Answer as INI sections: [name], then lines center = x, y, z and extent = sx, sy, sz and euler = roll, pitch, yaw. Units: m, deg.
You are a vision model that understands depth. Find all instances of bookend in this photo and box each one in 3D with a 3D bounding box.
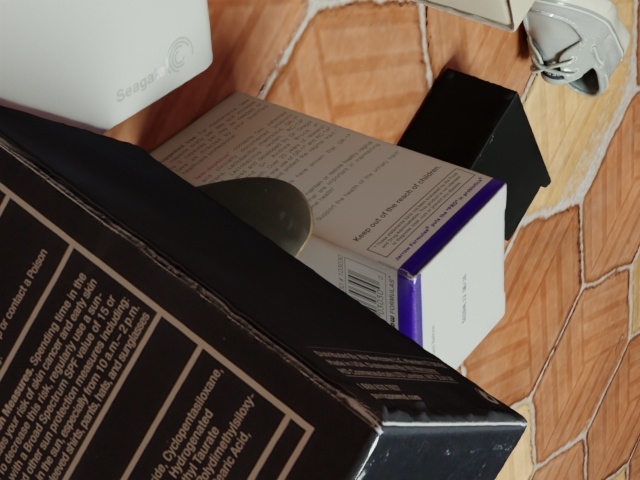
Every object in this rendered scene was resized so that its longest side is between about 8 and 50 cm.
[bookend]
center = 0.123, -0.040, 1.190
extent = 0.156, 0.072, 0.157
euler = -58, 149, -13

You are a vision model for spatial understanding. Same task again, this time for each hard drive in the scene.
[hard drive]
center = -0.145, -0.193, 0.702
extent = 0.203, 0.040, 0.307
euler = -39, 139, -39

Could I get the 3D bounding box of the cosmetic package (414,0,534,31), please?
[cosmetic package]
center = 0.149, -0.320, 0.993
extent = 0.296, 0.129, 0.153
euler = -55, 149, -21

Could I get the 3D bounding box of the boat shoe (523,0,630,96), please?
[boat shoe]
center = 0.235, -0.183, 1.265
extent = 0.227, 0.079, 0.081
euler = 17, 91, -63

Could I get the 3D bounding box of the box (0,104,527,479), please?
[box]
center = -0.110, 0.129, 0.675
extent = 0.296, 0.294, 0.183
euler = -60, 153, 9

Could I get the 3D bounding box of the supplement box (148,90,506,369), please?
[supplement box]
center = 0.000, 0.000, 0.878
extent = 0.114, 0.220, 0.111
euler = -43, 142, -38

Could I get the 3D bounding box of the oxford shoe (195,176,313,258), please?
[oxford shoe]
center = -0.088, 0.022, 0.824
extent = 0.076, 0.212, 0.076
euler = 2, 63, -64
